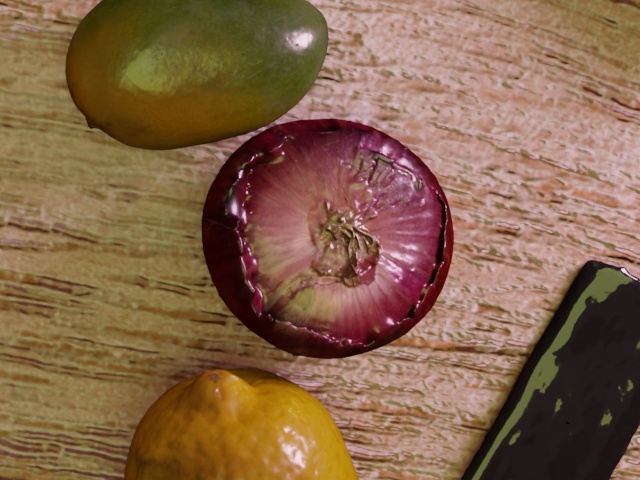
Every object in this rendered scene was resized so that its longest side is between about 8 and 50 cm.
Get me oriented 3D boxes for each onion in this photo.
[{"bbox_3d":[0.005,-0.004,1.199,0.248,0.161,0.248,-3,103,-15],"label":"onion"}]

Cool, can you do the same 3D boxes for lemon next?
[{"bbox_3d":[-0.075,0.249,1.203,0.234,0.233,0.288,-15,112,-2],"label":"lemon"}]

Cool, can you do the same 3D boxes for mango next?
[{"bbox_3d":[-0.115,-0.168,1.188,0.251,0.114,0.156,-6,90,-16],"label":"mango"}]

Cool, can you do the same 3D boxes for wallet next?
[{"bbox_3d":[0.276,0.167,1.318,0.146,0.030,0.285,28,95,-6],"label":"wallet"}]
